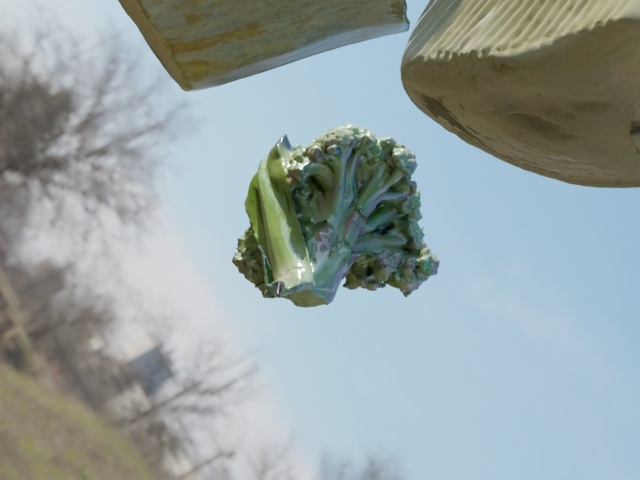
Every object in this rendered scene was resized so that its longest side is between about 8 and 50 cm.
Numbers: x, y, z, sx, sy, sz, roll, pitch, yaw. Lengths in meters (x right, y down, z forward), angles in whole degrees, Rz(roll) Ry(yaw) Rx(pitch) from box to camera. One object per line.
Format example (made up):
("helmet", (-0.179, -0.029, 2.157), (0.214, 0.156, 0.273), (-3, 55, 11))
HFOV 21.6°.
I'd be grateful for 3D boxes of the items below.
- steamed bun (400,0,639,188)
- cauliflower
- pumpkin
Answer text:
("steamed bun", (0.265, -0.177, 1.445), (0.236, 0.247, 0.383), (36, -23, -24))
("cauliflower", (0.000, 0.000, 1.994), (0.239, 0.256, 0.315), (60, 29, -28))
("pumpkin", (-0.090, -0.250, 1.187), (0.332, 0.199, 0.332), (61, 4, -7))
